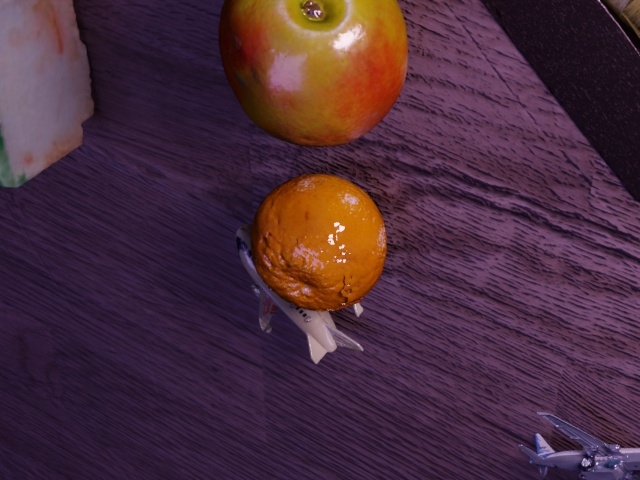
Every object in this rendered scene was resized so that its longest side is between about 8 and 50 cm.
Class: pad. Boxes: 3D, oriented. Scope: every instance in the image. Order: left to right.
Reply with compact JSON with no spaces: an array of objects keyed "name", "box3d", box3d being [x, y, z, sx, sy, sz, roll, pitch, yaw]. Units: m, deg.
[{"name":"pad","box3d":[0.286,-0.173,1.410,0.330,0.004,0.220,51,168,-8]}]

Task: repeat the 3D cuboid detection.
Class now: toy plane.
[{"name":"toy plane","box3d":[-0.039,0.071,1.936,0.229,0.092,0.244,-13,113,50]},{"name":"toy plane","box3d":[0.371,0.291,1.789,0.226,0.058,0.226,1,140,42]}]

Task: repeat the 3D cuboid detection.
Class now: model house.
[{"name":"model house","box3d":[-0.510,-0.260,1.939,0.280,0.245,0.312,15,127,24]}]

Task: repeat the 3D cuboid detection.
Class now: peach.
[{"name":"peach","box3d":[-0.010,-0.219,1.546,0.231,0.231,0.231,25,138,24]}]

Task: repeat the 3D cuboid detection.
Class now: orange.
[{"name":"orange","box3d":[0.000,0.000,1.783,0.193,0.161,0.193,22,142,19]}]

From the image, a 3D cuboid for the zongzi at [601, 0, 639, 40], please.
[{"name":"zongzi","box3d":[0.333,-0.283,1.267,0.205,0.094,0.204,45,143,1]}]
